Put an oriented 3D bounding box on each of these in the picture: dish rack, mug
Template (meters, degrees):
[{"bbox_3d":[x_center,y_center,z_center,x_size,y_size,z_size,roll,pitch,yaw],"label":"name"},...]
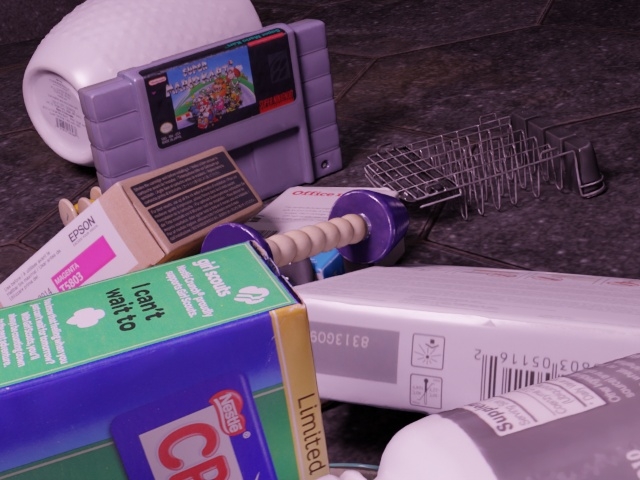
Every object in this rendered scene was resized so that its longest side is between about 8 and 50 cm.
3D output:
[{"bbox_3d":[0.200,-0.092,1.386,0.271,0.074,0.208,-16,23,-11],"label":"dish rack"},{"bbox_3d":[-0.252,-0.238,1.687,0.374,0.276,0.328,36,49,17],"label":"mug"}]

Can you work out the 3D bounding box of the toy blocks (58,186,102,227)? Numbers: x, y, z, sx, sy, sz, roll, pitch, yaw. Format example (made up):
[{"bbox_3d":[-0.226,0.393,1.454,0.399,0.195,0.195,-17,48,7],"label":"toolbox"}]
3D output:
[{"bbox_3d":[-0.268,-0.057,1.478,0.148,0.054,0.123,-25,15,-32],"label":"toy blocks"}]

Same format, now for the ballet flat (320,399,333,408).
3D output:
[{"bbox_3d":[-0.088,0.131,1.001,0.250,0.058,0.084,-9,24,1],"label":"ballet flat"}]

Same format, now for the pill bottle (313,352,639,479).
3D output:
[{"bbox_3d":[0.156,0.180,0.622,0.361,0.204,0.204,-15,24,-12],"label":"pill bottle"}]

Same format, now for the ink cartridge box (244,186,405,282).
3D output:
[{"bbox_3d":[-0.012,0.017,1.194,0.148,0.086,0.203,3,26,29],"label":"ink cartridge box"}]

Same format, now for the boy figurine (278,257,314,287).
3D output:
[{"bbox_3d":[-0.122,0.069,0.976,0.177,0.092,0.285,3,9,31],"label":"boy figurine"}]

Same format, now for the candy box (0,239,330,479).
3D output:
[{"bbox_3d":[-0.153,0.172,0.675,0.317,0.268,0.122,-17,28,-16],"label":"candy box"}]

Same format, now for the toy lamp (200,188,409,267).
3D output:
[{"bbox_3d":[0.000,0.000,1.013,0.080,0.080,0.275,7,15,33],"label":"toy lamp"}]

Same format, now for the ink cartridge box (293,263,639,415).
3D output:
[{"bbox_3d":[0.165,0.081,0.971,0.308,0.091,0.385,4,4,22],"label":"ink cartridge box"}]

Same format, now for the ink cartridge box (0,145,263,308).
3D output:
[{"bbox_3d":[-0.200,0.013,1.106,0.235,0.088,0.193,-35,-3,29],"label":"ink cartridge box"}]

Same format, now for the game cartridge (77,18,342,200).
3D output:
[{"bbox_3d":[-0.131,-0.146,1.430,0.355,0.230,0.068,-24,34,-29],"label":"game cartridge"}]

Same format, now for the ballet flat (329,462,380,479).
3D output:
[{"bbox_3d":[-0.008,0.203,0.839,0.168,0.057,0.052,-2,52,26],"label":"ballet flat"}]
